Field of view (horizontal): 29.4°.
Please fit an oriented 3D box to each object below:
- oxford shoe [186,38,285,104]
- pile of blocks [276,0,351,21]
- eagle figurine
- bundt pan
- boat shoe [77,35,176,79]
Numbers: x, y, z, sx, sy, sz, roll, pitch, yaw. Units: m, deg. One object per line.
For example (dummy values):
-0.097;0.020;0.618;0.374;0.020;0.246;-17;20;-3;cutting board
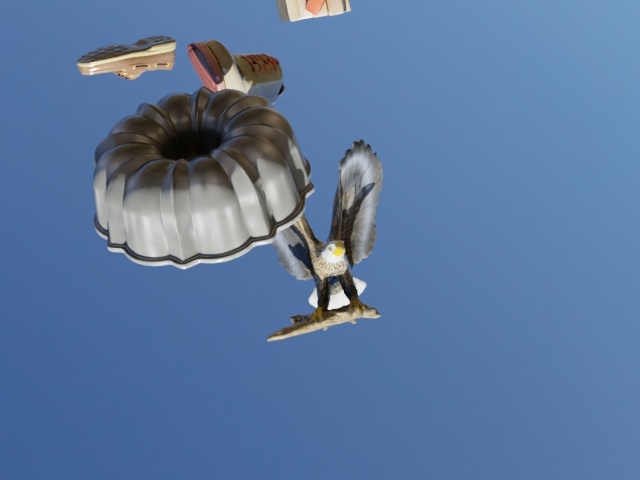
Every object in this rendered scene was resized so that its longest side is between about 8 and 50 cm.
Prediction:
-0.137;-0.292;2.082;0.123;0.130;0.348;60;-178;6;oxford shoe
-0.002;-0.475;1.699;0.149;0.362;0.112;15;-165;5;pile of blocks
0.006;-0.002;2.045;0.226;0.225;0.298;-7;-99;-45;eagle figurine
-0.180;-0.110;1.748;0.331;0.124;0.331;-7;-141;5;bundt pan
-0.319;-0.296;2.038;0.178;0.060;0.064;-18;-149;-31;boat shoe
